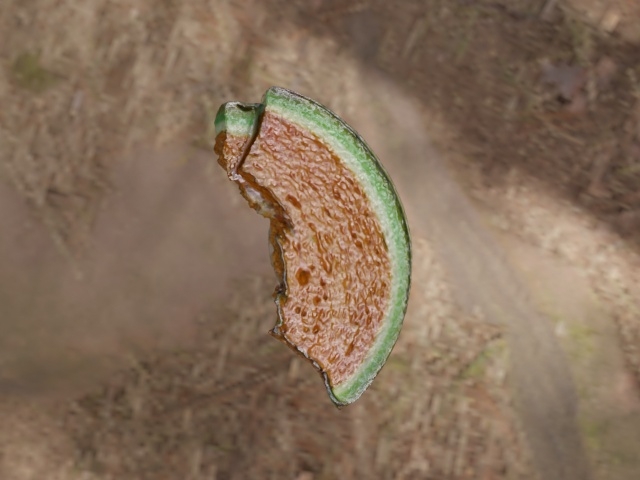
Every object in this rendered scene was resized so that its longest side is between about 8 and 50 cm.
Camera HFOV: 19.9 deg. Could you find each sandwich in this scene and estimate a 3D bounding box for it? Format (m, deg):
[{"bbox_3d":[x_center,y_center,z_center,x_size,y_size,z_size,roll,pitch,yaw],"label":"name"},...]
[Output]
[{"bbox_3d":[0.002,0.001,0.747,0.029,0.067,0.135,141,115,-74],"label":"sandwich"}]
